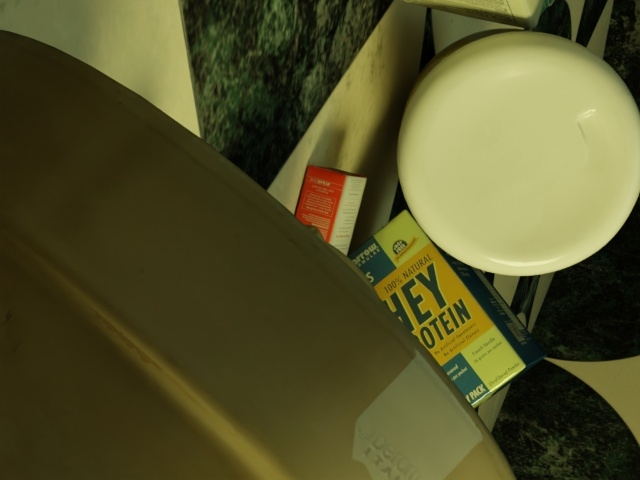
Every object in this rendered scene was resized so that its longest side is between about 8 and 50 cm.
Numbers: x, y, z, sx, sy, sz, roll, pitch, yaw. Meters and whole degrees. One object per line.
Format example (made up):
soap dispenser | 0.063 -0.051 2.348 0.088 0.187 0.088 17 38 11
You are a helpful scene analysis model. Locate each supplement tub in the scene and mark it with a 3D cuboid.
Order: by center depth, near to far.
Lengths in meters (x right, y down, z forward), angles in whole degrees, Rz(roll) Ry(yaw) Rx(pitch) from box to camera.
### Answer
supplement tub | 0.206 -0.109 1.193 0.331 0.241 0.241 -65 168 -77

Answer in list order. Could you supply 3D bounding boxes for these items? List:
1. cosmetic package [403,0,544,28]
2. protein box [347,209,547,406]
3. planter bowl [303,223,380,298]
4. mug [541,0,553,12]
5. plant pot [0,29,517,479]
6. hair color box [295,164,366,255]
cosmetic package | 0.110 -0.290 0.946 0.309 0.160 0.113 14 92 -74
protein box | 0.124 0.090 1.201 0.136 0.201 0.200 -39 167 12
planter bowl | -0.031 0.053 0.876 0.162 0.162 0.109 -45 121 -56
mug | 0.261 -0.352 1.441 0.158 0.097 0.129 -45 148 -56
plant pot | -0.126 0.128 0.441 0.280 0.323 0.323 -49 155 -19
hair color box | 0.000 0.000 1.067 0.072 0.043 0.141 -3 108 -71
